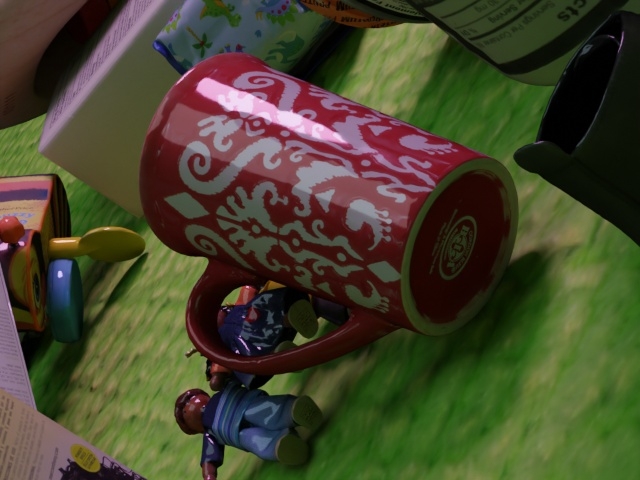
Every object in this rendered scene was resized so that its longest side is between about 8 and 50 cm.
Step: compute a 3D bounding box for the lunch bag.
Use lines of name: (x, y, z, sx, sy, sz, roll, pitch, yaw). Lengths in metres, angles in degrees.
lunch bag: (-0.030, -0.171, 1.385, 0.129, 0.096, 0.151, -44, -7, 31)

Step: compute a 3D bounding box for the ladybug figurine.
ladybug figurine: (-0.207, -0.281, 1.699, 0.449, 0.162, 0.305, -39, -11, -24)

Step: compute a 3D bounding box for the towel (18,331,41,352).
towel: (-0.376, 0.027, 1.685, 0.121, 0.235, 0.283, -57, 17, 9)

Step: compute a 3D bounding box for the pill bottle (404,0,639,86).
pill bottle: (0.085, -0.167, 0.798, 0.162, 0.278, 0.162, -47, 21, 24)

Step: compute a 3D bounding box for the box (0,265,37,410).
box: (-0.295, 0.147, 1.335, 0.232, 0.058, 0.322, -43, 50, 33)

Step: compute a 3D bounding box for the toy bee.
toy bee: (-0.235, 0.022, 1.469, 0.298, 0.195, 0.162, -123, 23, -47)

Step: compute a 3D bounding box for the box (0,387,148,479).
box: (-0.158, 0.136, 0.961, 0.058, 0.232, 0.087, -47, 22, 24)

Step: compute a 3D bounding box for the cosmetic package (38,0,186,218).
cosmetic package: (-0.100, -0.187, 1.550, 0.309, 0.113, 0.160, -48, 20, 23)

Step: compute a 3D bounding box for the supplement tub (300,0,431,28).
supplement tub: (0.084, -0.242, 1.039, 0.193, 0.194, 0.316, -64, 16, -22)

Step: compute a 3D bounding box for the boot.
boot: (0.161, -0.069, 0.669, 0.077, 0.137, 0.198, -26, 34, 56)

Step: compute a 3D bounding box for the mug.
mug: (0.007, -0.005, 0.933, 0.169, 0.150, 0.113, 21, 31, 37)

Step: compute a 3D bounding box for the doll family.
doll family: (-0.028, 0.047, 1.033, 0.111, 0.076, 0.193, 6, 57, 48)
